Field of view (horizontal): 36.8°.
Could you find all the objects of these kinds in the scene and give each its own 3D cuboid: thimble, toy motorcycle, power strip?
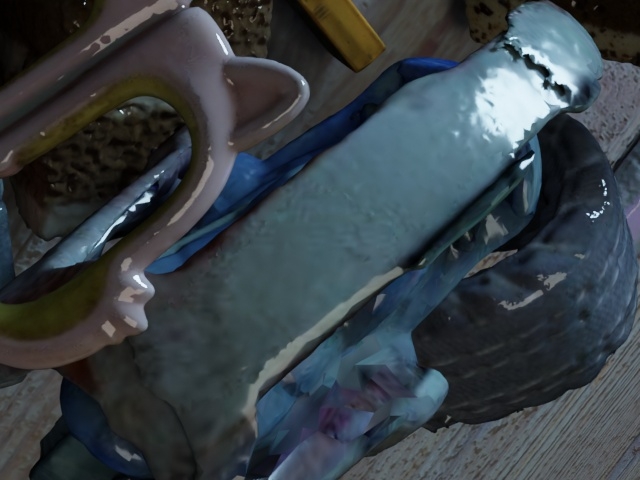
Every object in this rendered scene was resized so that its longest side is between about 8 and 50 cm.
[{"bbox_3d":[0.118,0.024,0.723,0.236,0.205,0.172,-40,133,-10],"label":"thimble"},{"bbox_3d":[0.014,0.019,0.445,0.319,0.241,0.182,-41,115,-35],"label":"toy motorcycle"},{"bbox_3d":[-0.016,-0.172,0.617,0.028,0.049,0.178,-44,133,2],"label":"power strip"}]

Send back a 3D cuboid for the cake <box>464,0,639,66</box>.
[{"bbox_3d":[0.230,-0.192,0.659,0.135,0.246,0.112,-40,134,-34],"label":"cake"}]

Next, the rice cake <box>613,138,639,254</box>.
[{"bbox_3d":[0.323,-0.066,0.915,0.365,0.056,0.072,-53,135,4],"label":"rice cake"}]

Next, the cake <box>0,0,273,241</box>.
[{"bbox_3d":[-0.114,-0.090,0.539,0.134,0.135,0.147,-13,124,-32],"label":"cake"}]

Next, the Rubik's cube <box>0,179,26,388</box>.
[{"bbox_3d":[-0.264,-0.042,0.416,0.205,0.207,0.205,-15,125,-29],"label":"Rubik's cube"}]

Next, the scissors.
[{"bbox_3d":[-0.159,0.002,0.317,0.317,0.160,0.024,-33,176,1],"label":"scissors"}]
